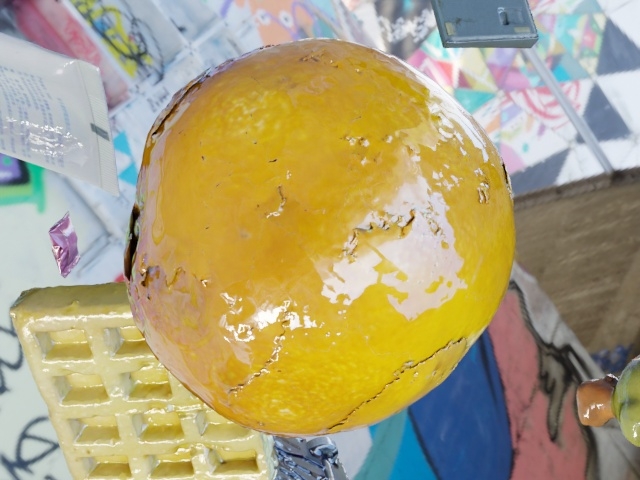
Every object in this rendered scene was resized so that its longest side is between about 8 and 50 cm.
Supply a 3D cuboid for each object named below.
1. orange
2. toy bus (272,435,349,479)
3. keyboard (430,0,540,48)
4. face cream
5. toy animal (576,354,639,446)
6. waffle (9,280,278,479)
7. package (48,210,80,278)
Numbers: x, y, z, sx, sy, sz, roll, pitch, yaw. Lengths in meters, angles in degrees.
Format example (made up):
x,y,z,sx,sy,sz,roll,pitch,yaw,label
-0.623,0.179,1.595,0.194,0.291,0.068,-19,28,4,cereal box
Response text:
x,y,z,sx,sy,sz,roll,pitch,yaw,label
0.000,0.000,0.491,0.246,0.246,0.246,-34,-163,12,orange
-0.090,0.322,1.080,0.153,0.329,0.143,-41,-143,15,toy bus
0.077,-0.184,0.454,0.055,0.176,0.014,-5,158,-15,keyboard
-0.475,-0.206,1.087,0.234,0.420,0.137,98,16,-49,face cream
0.655,0.296,1.425,0.216,0.191,0.338,1,-174,-30,toy animal
-0.168,0.151,0.788,0.221,0.247,0.055,-4,-151,8,waffle
-0.369,0.005,1.140,0.029,0.083,0.059,0,-151,12,package
